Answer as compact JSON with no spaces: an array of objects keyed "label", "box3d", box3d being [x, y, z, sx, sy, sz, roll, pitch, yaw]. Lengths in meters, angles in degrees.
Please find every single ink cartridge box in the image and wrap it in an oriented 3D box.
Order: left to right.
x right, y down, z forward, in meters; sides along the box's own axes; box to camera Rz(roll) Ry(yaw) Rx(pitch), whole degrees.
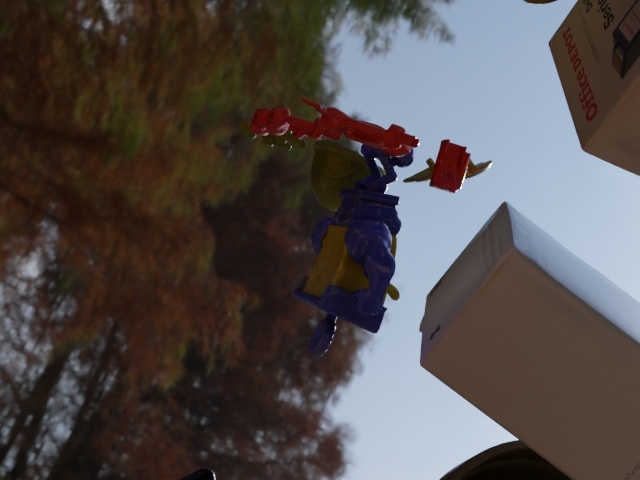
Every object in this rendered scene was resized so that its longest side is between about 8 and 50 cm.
[{"label":"ink cartridge box","box3d":[0.261,-0.164,0.751,0.093,0.154,0.212,20,-52,-15]}]

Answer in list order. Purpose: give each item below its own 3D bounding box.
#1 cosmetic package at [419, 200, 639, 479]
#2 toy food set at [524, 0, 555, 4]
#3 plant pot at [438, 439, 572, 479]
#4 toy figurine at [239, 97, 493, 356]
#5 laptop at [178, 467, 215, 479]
[{"label":"cosmetic package","box3d":[0.294,0.148,1.116,0.385,0.217,0.156,38,-74,-5]},{"label":"toy food set","box3d":[0.118,-0.263,0.704,0.218,0.128,0.071,68,-27,13]},{"label":"plant pot","box3d":[0.212,0.419,1.291,0.323,0.323,0.280,27,-26,-6]},{"label":"toy figurine","box3d":[0.000,0.000,1.063,0.191,0.217,0.362,16,-2,-17]},{"label":"laptop","box3d":[-0.333,0.428,1.194,0.236,0.408,0.382,31,-48,44]}]
